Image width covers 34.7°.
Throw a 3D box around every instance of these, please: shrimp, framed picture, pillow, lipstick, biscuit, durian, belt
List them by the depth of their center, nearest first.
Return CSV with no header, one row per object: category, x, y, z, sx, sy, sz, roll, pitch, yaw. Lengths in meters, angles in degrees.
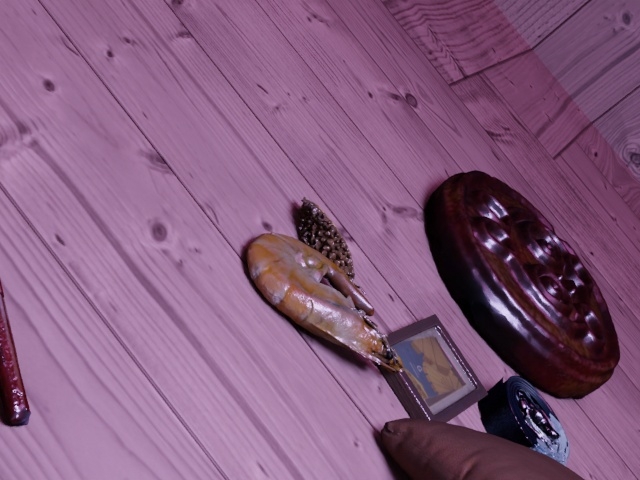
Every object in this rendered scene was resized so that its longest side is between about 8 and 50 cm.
lipstick,-0.265,0.068,0.833,0.027,0.027,0.177,12,48,-49
pillow,0.252,0.308,1.111,0.307,0.108,0.305,26,4,-39
shrimp,0.012,0.071,1.195,0.236,0.053,0.133,36,22,-9
durian,0.008,-0.006,1.278,0.066,0.052,0.130,-3,57,-59
framed picture,0.138,0.165,1.288,0.128,0.023,0.168,57,30,12
belt,0.270,0.244,1.346,0.140,0.058,0.105,53,32,4
biscuit,0.330,0.057,1.623,0.407,0.091,0.407,34,33,-26
